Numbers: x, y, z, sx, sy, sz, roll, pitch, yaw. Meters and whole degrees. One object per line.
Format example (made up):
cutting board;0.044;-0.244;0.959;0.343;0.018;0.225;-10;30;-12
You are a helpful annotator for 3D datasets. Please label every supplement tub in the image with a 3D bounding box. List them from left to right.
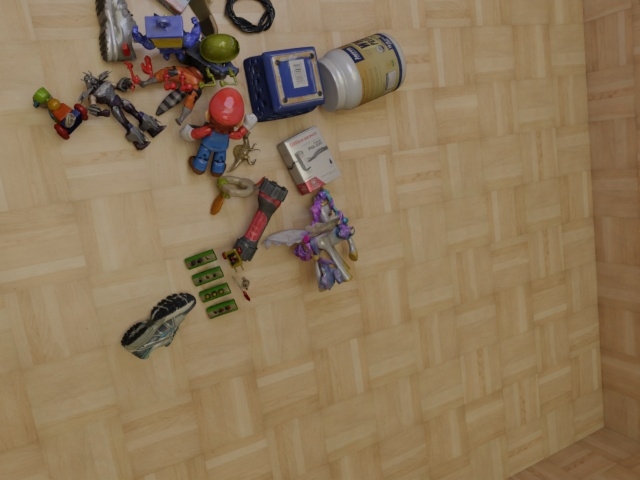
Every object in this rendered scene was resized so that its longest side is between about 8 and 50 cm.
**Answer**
supplement tub;0.140;-0.632;1.946;0.316;0.228;0.228;-28;107;-22

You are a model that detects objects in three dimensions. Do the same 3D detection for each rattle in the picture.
rattle;-0.288;-0.162;1.875;0.199;0.130;0.143;-16;118;-52

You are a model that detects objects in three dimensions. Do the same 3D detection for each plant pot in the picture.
plant pot;-0.120;-0.565;1.835;0.235;0.212;0.236;-16;102;-23

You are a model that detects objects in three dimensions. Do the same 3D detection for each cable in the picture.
cable;-0.255;-0.820;1.840;0.184;0.047;0.151;-25;111;-25

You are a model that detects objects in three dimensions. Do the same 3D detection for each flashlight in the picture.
flashlight;-0.226;-0.070;1.850;0.103;0.103;0.304;25;100;-24

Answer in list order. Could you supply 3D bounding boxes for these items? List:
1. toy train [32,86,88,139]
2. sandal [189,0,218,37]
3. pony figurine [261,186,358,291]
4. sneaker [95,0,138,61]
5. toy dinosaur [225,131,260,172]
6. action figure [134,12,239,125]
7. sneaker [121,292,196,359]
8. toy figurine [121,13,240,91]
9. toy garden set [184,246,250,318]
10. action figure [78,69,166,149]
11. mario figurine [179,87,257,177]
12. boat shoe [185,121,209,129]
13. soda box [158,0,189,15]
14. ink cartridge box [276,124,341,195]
toy train;-0.778;-0.392;1.510;0.143;0.248;0.105;42;77;-19
sandal;-0.399;-0.823;1.762;0.079;0.088;0.240;-46;124;-49
pony figurine;0.000;0.000;1.948;0.351;0.302;0.364;-37;109;-53
sneaker;-0.644;-0.711;1.640;0.115;0.105;0.281;-7;105;-40
toy dinosaur;-0.280;-0.308;1.881;0.092;0.053;0.183;23;77;-11
action figure;-0.462;-0.585;1.728;0.341;0.178;0.330;41;68;4
sneaker;-0.546;0.297;1.789;0.283;0.110;0.122;-38;128;-15
toy figurine;-0.427;-0.582;1.537;0.362;0.217;0.191;-3;81;-7
toy garden set;-0.348;0.148;1.837;0.203;0.049;0.244;-19;105;4
action figure;-0.644;-0.431;1.647;0.285;0.099;0.185;46;62;-29
mario figurine;-0.344;-0.379;1.738;0.170;0.321;0.198;43;39;15
boat shoe;-0.398;-0.392;1.801;0.152;0.056;0.049;-11;105;-25
soda box;-0.526;-0.828;1.693;0.183;0.058;0.063;36;79;-25
ink cartridge box;-0.043;-0.305;1.954;0.158;0.092;0.218;-32;100;-21
